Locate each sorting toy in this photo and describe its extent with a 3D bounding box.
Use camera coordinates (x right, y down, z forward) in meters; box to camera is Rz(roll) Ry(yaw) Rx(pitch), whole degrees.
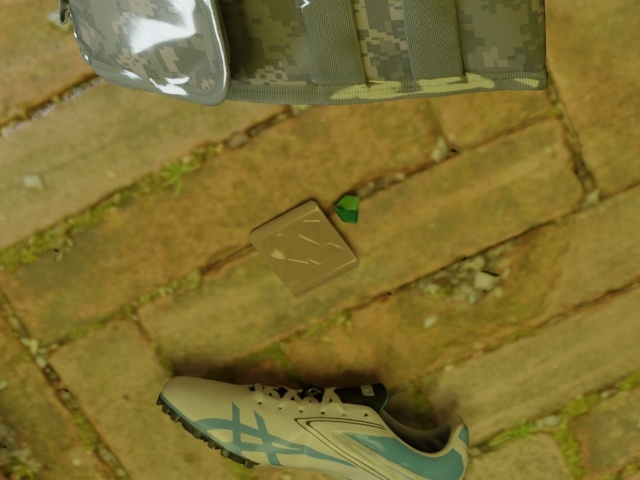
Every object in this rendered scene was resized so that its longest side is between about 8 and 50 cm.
[{"bbox_3d":[0.000,0.000,0.916,0.083,0.012,0.062,-27,114,19],"label":"sorting toy"}]

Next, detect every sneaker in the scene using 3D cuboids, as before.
[{"bbox_3d":[-0.003,0.135,0.972,0.237,0.085,0.086,17,94,-7],"label":"sneaker"}]

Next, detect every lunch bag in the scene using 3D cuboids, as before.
[{"bbox_3d":[-0.028,-0.202,0.701,0.286,0.169,0.235,-2,126,9],"label":"lunch bag"}]
